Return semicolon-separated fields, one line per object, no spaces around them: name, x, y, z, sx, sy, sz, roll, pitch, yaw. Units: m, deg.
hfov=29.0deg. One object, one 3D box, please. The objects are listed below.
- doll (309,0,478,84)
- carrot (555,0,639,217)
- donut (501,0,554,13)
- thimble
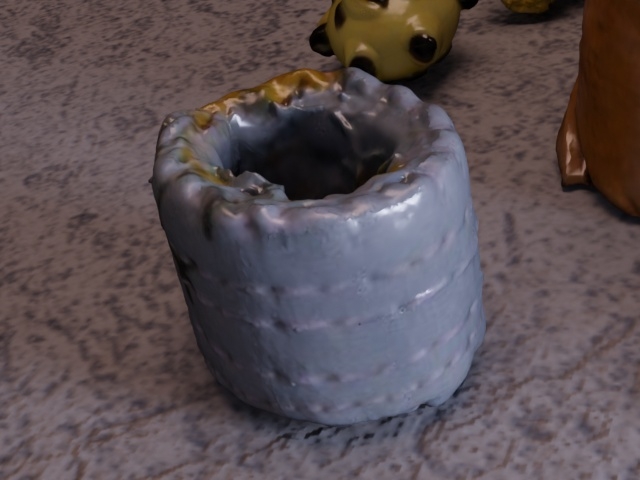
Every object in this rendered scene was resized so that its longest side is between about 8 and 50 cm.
doll;0.056;-0.193;0.880;0.117;0.086;0.291;-11;32;14
carrot;0.210;-0.151;0.601;0.196;0.254;0.196;-6;34;4
donut;0.204;-0.188;0.835;0.146;0.078;0.181;-24;29;-27
thimble;-0.001;0.002;0.542;0.127;0.117;0.151;-19;33;-13
